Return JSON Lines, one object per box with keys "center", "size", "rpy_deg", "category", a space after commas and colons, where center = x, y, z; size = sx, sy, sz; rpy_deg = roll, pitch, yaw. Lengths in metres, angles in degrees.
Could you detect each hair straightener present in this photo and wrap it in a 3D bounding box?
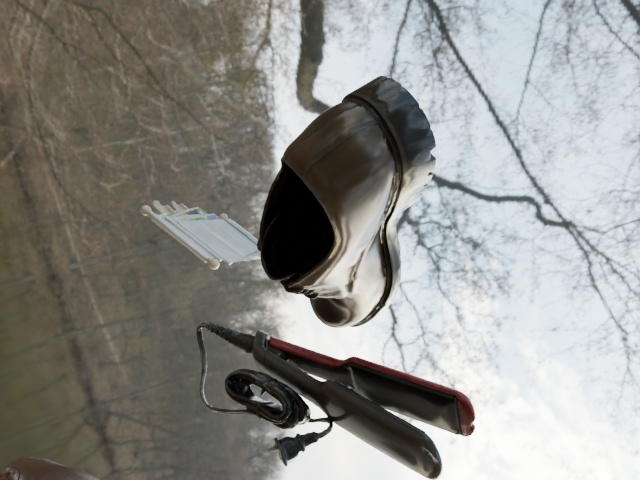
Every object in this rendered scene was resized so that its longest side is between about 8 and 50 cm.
{"center": [-0.014, 0.108, 0.485], "size": [0.230, 0.089, 0.047], "rpy_deg": [18, -46, 34], "category": "hair straightener"}

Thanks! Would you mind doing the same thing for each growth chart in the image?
{"center": [-0.169, -0.009, 1.115], "size": [0.172, 0.237, 0.021], "rpy_deg": [39, -75, 19], "category": "growth chart"}

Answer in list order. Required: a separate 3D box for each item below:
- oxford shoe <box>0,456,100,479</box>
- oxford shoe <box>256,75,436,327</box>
{"center": [-0.177, 0.309, 0.422], "size": [0.132, 0.130, 0.364], "rpy_deg": [19, -85, 36], "category": "oxford shoe"}
{"center": [0.000, 0.000, 0.438], "size": [0.083, 0.096, 0.227], "rpy_deg": [49, -21, 26], "category": "oxford shoe"}
